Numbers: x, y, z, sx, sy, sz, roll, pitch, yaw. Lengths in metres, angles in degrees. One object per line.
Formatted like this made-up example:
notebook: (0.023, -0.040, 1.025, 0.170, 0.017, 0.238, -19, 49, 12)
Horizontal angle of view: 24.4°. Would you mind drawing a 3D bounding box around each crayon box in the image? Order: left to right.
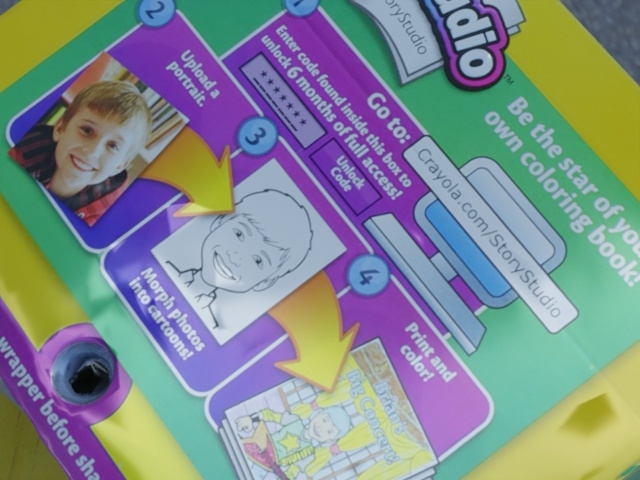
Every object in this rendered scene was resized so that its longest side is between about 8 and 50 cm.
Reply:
crayon box: (0.000, 0.000, 0.715, 0.313, 0.363, 0.106, -37, 161, -3)

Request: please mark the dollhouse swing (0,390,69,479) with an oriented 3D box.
dollhouse swing: (-0.382, 0.154, 0.964, 0.305, 0.315, 0.347, -8, 140, 25)
